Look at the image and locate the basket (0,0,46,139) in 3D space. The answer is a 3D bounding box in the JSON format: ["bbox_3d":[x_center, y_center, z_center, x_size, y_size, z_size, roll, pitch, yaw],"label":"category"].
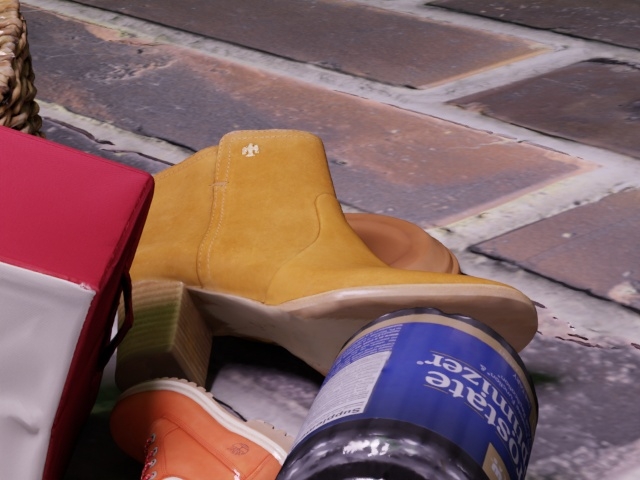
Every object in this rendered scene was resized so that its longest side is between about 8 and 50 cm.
[{"bbox_3d":[-0.372,-0.055,1.475,0.299,0.223,0.213,-6,35,-4],"label":"basket"}]

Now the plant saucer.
[{"bbox_3d":[0.005,0.022,1.354,0.200,0.037,0.200,-5,21,2],"label":"plant saucer"}]

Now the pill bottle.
[{"bbox_3d":[0.041,0.130,0.936,0.123,0.122,0.219,-1,21,13],"label":"pill bottle"}]

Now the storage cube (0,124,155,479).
[{"bbox_3d":[-0.224,0.045,1.079,0.215,0.183,0.193,17,21,-3],"label":"storage cube"}]

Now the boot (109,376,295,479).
[{"bbox_3d":[-0.086,0.130,1.067,0.085,0.059,0.158,-29,31,-36],"label":"boot"}]

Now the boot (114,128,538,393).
[{"bbox_3d":[0.000,0.001,1.231,0.295,0.104,0.211,-8,45,14],"label":"boot"}]
